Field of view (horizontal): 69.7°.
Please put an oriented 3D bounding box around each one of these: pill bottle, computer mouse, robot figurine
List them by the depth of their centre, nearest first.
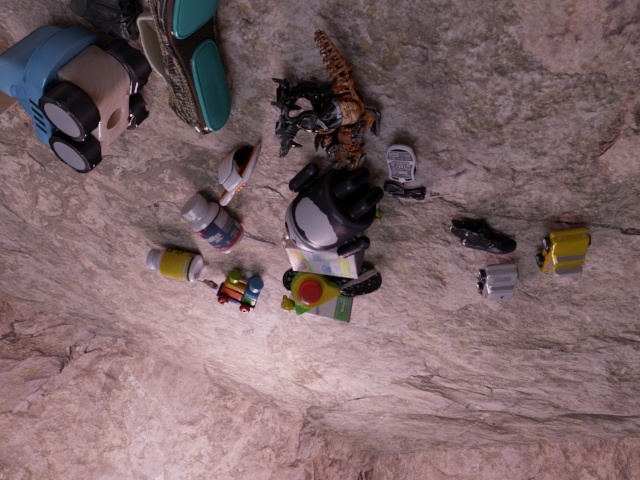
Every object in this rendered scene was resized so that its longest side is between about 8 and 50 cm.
[{"bbox_3d":[0.197,-0.167,1.083,0.105,0.042,0.193,10,150,17],"label":"computer mouse"},{"bbox_3d":[0.026,-0.073,1.158,0.173,0.209,0.278,10,153,-37],"label":"robot figurine"},{"bbox_3d":[-0.328,-0.053,1.390,0.107,0.108,0.180,-16,133,37],"label":"pill bottle"},{"bbox_3d":[-0.527,0.084,1.658,0.184,0.103,0.103,12,144,6],"label":"pill bottle"}]

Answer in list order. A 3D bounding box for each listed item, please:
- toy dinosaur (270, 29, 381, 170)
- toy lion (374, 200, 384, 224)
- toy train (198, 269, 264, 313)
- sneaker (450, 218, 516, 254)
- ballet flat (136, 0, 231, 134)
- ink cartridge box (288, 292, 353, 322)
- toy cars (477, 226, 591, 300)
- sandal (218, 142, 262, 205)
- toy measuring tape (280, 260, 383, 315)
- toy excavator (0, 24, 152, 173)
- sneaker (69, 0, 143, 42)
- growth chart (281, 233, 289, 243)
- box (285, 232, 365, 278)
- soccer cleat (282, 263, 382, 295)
[{"bbox_3d":[0.016,-0.276,0.957,0.218,0.164,0.322,-5,123,5],"label":"toy dinosaur"},{"bbox_3d":[0.119,-0.083,1.238,0.096,0.034,0.100,10,145,22],"label":"toy lion"},{"bbox_3d":[-0.336,0.159,1.693,0.247,0.105,0.143,24,134,-10],"label":"toy train"},{"bbox_3d":[0.422,-0.013,1.187,0.170,0.051,0.089,8,148,17],"label":"sneaker"},{"bbox_3d":[-0.270,-0.407,0.864,0.181,0.164,0.483,27,148,8],"label":"ballet flat"},{"bbox_3d":[0.002,0.219,1.587,0.212,0.093,0.154,10,172,8],"label":"ink cartridge box"},{"bbox_3d":[0.552,0.091,1.213,0.176,0.087,0.393,13,148,-25],"label":"toy cars"},{"bbox_3d":[-0.236,-0.171,1.198,0.076,0.102,0.265,28,145,-19],"label":"sandal"},{"bbox_3d":[0.021,0.113,1.383,0.330,0.121,0.121,-28,135,0],"label":"toy measuring tape"},{"bbox_3d":[-0.647,-0.358,1.050,0.445,0.222,0.433,35,149,-7],"label":"toy excavator"},{"bbox_3d":[-0.378,-0.470,0.870,0.130,0.087,0.227,35,144,-26],"label":"sneaker"},{"bbox_3d":[0.000,0.000,1.402,0.172,0.021,0.237,37,140,-25],"label":"growth chart"},{"bbox_3d":[0.016,0.026,1.322,0.203,0.103,0.114,6,142,17],"label":"box"},{"bbox_3d":[0.039,0.116,1.492,0.317,0.116,0.109,-1,100,5],"label":"soccer cleat"}]
